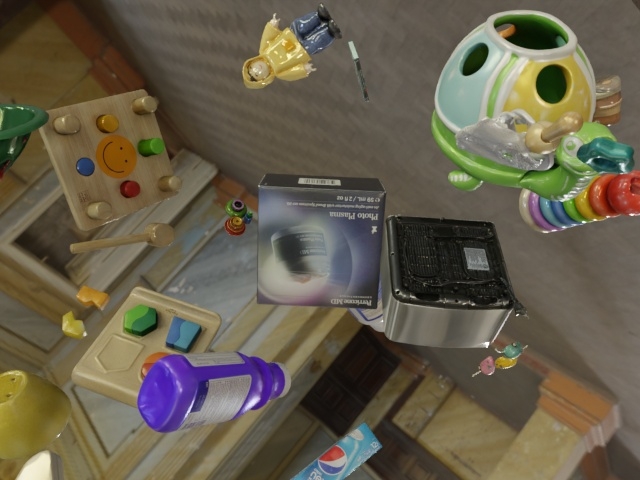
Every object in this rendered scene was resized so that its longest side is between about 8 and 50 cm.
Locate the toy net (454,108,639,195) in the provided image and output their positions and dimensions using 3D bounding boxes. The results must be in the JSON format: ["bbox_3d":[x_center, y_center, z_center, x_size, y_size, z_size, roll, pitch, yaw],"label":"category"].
[{"bbox_3d":[0.220,-0.079,0.432,0.122,0.045,0.232,31,170,-40],"label":"toy net"}]

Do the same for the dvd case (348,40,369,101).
[{"bbox_3d":[0.093,-0.406,1.294,0.119,0.013,0.087,69,-172,-45],"label":"dvd case"}]

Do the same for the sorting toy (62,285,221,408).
[{"bbox_3d":[-0.379,0.192,1.057,0.307,0.229,0.041,17,141,10],"label":"sorting toy"}]

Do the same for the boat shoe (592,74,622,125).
[{"bbox_3d":[0.613,-0.327,1.331,0.324,0.123,0.116,-123,9,-75],"label":"boat shoe"}]

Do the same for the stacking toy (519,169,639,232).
[{"bbox_3d":[0.583,-0.087,1.164,0.141,0.141,0.330,44,171,-10],"label":"stacking toy"}]

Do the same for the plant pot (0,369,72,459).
[{"bbox_3d":[-0.487,0.265,0.865,0.134,0.134,0.095,32,142,40],"label":"plant pot"}]

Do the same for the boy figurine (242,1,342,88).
[{"bbox_3d":[-0.091,-0.499,1.397,0.177,0.285,0.092,59,-170,-6],"label":"boy figurine"}]

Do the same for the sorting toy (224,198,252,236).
[{"bbox_3d":[-0.185,-0.058,1.221,0.061,0.102,0.042,9,149,-18],"label":"sorting toy"}]

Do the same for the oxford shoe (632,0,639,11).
[{"bbox_3d":[0.722,-0.483,1.087,0.133,0.129,0.364,-129,19,-82],"label":"oxford shoe"}]

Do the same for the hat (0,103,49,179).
[{"bbox_3d":[-0.518,-0.098,0.843,0.173,0.208,0.184,26,129,36],"label":"hat"}]

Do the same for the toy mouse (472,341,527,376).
[{"bbox_3d":[0.438,0.288,1.299,0.031,0.161,0.143,62,-174,31],"label":"toy mouse"}]

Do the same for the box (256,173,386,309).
[{"bbox_3d":[0.000,0.000,1.313,0.296,0.294,0.183,2,-163,0],"label":"box"}]

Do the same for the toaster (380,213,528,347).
[{"bbox_3d":[0.175,0.060,0.762,0.168,0.186,0.110,3,135,-1],"label":"toaster"}]

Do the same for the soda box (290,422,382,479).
[{"bbox_3d":[0.035,0.502,1.209,0.067,0.210,0.071,52,166,14],"label":"soda box"}]

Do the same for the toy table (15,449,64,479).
[{"bbox_3d":[-0.336,0.365,0.552,0.274,0.160,0.252,60,173,27],"label":"toy table"}]

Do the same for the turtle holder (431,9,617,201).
[{"bbox_3d":[0.299,-0.202,0.830,0.243,0.320,0.227,9,138,9],"label":"turtle holder"}]

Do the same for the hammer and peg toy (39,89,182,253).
[{"bbox_3d":[-0.441,-0.128,1.183,0.127,0.266,0.361,3,114,42],"label":"hammer and peg toy"}]

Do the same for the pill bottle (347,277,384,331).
[{"bbox_3d":[0.139,0.159,1.620,0.152,0.152,0.272,27,162,51],"label":"pill bottle"}]

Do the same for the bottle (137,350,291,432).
[{"bbox_3d":[-0.162,0.246,0.904,0.092,0.118,0.282,38,-164,34],"label":"bottle"}]
